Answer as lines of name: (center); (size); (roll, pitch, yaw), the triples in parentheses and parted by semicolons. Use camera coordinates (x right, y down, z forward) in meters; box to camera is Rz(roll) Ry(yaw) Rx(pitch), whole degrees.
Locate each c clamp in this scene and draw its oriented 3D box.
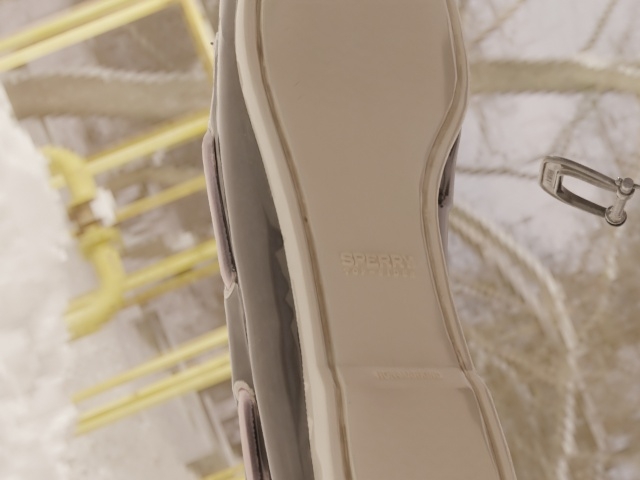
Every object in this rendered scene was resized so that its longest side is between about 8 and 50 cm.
c clamp: (0.274, -0.043, 1.676); (0.160, 0.137, 0.022); (94, 19, -80)

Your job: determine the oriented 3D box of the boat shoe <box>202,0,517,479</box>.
boat shoe: (0.000, 0.000, 0.675); (0.095, 0.112, 0.335); (-39, -131, 48)
